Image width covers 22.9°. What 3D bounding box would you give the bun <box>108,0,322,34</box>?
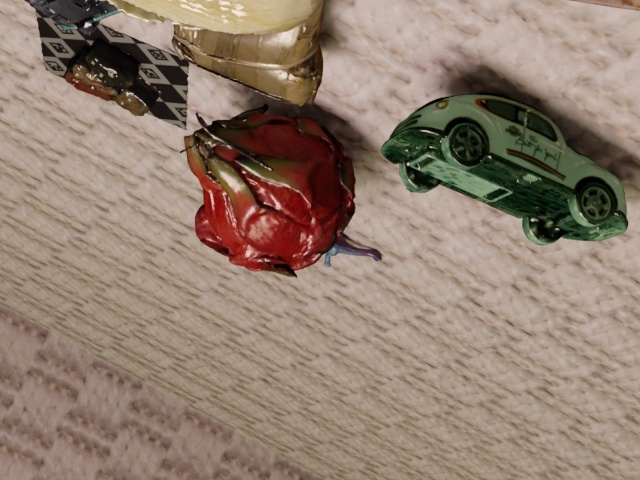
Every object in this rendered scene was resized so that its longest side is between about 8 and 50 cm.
[{"bbox_3d":[-0.146,-0.354,1.547,0.364,0.202,0.364,19,165,6],"label":"bun"}]

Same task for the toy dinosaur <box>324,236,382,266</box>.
[{"bbox_3d":[0.000,0.000,2.431,0.197,0.045,0.080,20,146,-8],"label":"toy dinosaur"}]

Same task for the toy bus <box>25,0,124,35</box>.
[{"bbox_3d":[-0.267,-0.315,1.891,0.091,0.109,0.261,35,158,-29],"label":"toy bus"}]

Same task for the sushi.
[{"bbox_3d":[-0.300,-0.226,2.216,0.231,0.047,0.220,23,158,4],"label":"sushi"}]

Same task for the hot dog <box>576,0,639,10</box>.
[{"bbox_3d":[0.293,-0.263,1.468,0.267,0.075,0.144,13,161,18],"label":"hot dog"}]

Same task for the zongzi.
[{"bbox_3d":[-0.079,-0.261,1.847,0.194,0.099,0.197,21,148,8],"label":"zongzi"}]

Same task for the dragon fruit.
[{"bbox_3d":[-0.082,-0.069,2.088,0.293,0.234,0.233,19,166,-38],"label":"dragon fruit"}]

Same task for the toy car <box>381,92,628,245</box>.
[{"bbox_3d":[0.226,-0.093,1.865,0.305,0.125,0.136,20,162,-17],"label":"toy car"}]
